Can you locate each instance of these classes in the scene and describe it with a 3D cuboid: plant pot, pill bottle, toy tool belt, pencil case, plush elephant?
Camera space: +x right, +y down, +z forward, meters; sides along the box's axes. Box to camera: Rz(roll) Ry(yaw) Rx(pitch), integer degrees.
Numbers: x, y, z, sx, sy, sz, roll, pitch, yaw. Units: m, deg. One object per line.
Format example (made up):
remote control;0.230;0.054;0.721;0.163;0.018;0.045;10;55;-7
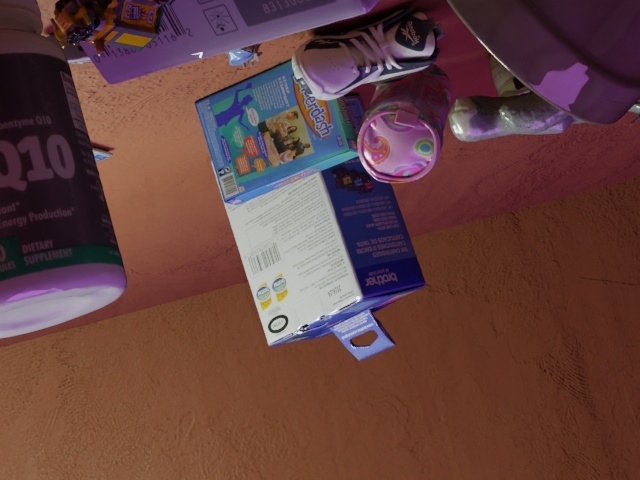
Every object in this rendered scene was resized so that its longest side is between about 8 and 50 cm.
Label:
plant pot;0.309;-0.332;1.653;0.280;0.323;0.323;-42;157;30
pill bottle;-0.340;-0.092;1.597;0.204;0.361;0.204;-17;169;-3
toy tool belt;-0.103;-0.246;2.009;0.052;0.051;0.083;-12;168;-25
pencil case;0.125;-0.180;2.238;0.124;0.124;0.284;-21;-162;18
plush elephant;0.333;-0.283;2.055;0.330;0.255;0.272;12;-133;25

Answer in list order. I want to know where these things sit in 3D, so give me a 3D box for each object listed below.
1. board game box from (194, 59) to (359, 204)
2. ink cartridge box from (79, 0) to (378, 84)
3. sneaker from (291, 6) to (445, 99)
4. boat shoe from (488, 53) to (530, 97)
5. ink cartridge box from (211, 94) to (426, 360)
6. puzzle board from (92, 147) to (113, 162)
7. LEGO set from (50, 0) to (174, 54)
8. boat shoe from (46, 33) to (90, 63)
board game box;-0.062;-0.161;2.209;0.210;0.160;0.047;-21;169;21
ink cartridge box;-0.009;-0.297;1.415;0.308;0.091;0.385;-10;-151;39
sneaker;0.079;-0.263;2.097;0.235;0.094;0.153;-5;163;-47
boat shoe;0.439;-0.295;2.447;0.341;0.110;0.121;-12;157;-6
ink cartridge box;0.000;0.000;2.477;0.151;0.395;0.270;-8;166;-39
puzzle board;-0.381;-0.122;2.310;0.096;0.011;0.128;-22;169;18
LEGO set;-0.158;-0.302;1.156;0.331;0.254;0.192;-27;165;30
boat shoe;-0.305;-0.226;1.856;0.035;0.035;0.100;-28;171;34
